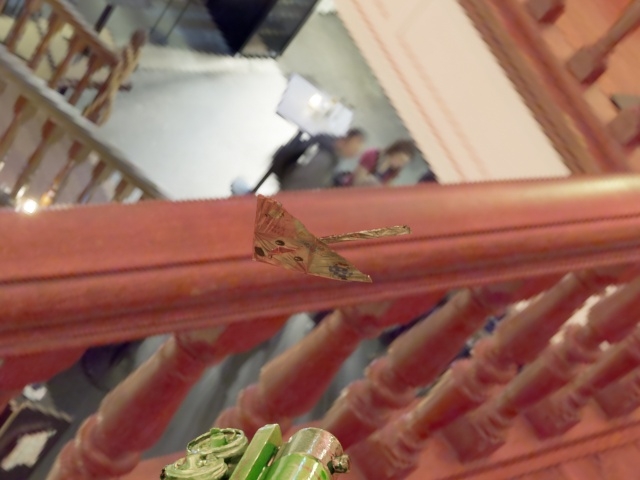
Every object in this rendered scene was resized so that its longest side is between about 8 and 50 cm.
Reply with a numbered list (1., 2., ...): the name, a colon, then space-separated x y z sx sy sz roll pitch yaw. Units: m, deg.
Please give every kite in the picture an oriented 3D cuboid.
1. kite: 0.000 -0.001 0.927 0.137 0.152 0.005 37 51 -35

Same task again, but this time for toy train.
1. toy train: -0.052 0.187 0.761 0.251 0.119 0.085 -53 132 -68
